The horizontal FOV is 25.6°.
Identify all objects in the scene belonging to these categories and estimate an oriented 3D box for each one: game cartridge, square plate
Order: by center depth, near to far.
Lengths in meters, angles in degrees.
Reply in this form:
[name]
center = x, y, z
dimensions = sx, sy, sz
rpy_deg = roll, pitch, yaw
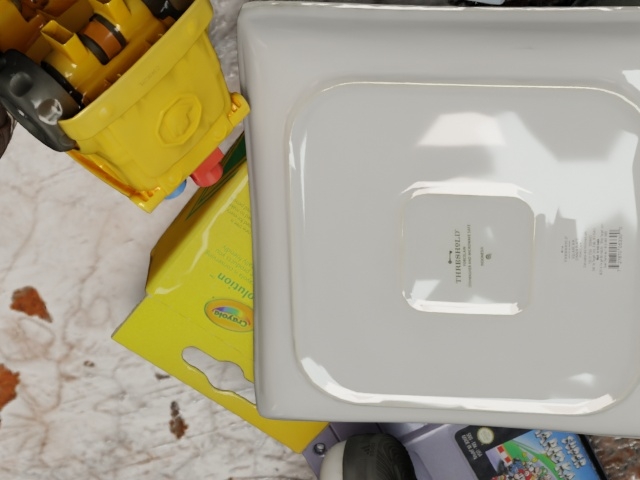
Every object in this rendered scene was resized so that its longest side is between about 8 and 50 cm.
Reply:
[square plate]
center = 0.110, -0.001, 1.041
dimensions = 0.344, 0.049, 0.347
rpy_deg = 2, 114, 9
[game cartridge]
center = 0.149, 0.246, 1.287
dimensions = 0.230, 0.068, 0.355
rpy_deg = -25, 115, 12

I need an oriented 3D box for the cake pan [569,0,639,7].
[cake pan]
center = 0.314, -0.098, 1.136
dimensions = 0.293, 0.054, 0.293
rpy_deg = -1, 116, -3

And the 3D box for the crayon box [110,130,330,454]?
[crayon box]
center = 0.000, 0.000, 1.142
dimensions = 0.202, 0.081, 0.318
rpy_deg = 35, 108, -17

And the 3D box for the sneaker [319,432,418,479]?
[sneaker]
center = -0.047, 0.347, 1.222
dimensions = 0.257, 0.169, 0.447
rpy_deg = 4, 125, 6

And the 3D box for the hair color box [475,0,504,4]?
[hair color box]
center = -0.059, -0.266, 0.954
dimensions = 0.374, 0.185, 0.113
rpy_deg = 8, 115, -8

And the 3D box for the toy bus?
[toy bus]
center = -0.159, -0.119, 1.034
dimensions = 0.149, 0.220, 0.211
rpy_deg = -48, 144, -13

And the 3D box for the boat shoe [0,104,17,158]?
[boat shoe]
center = -0.388, -0.125, 1.045
dimensions = 0.324, 0.097, 0.116
rpy_deg = 19, 113, -13
